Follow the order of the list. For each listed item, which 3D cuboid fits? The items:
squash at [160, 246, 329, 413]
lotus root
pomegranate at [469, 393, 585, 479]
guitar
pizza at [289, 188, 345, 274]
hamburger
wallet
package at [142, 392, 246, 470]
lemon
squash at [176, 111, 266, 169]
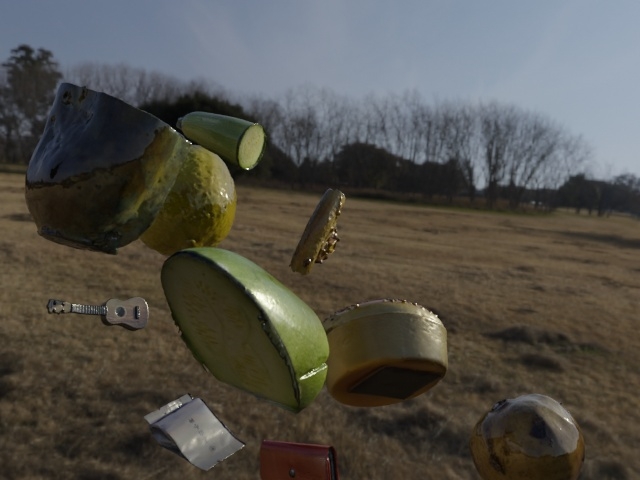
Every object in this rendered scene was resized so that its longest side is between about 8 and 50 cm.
[{"bbox_3d":[-0.137,0.137,0.999,0.233,0.210,0.309,17,-11,28],"label":"squash"},{"bbox_3d":[-0.406,-0.116,1.065,0.266,0.261,0.149,23,-7,26],"label":"lotus root"},{"bbox_3d":[0.523,0.528,1.594,0.280,0.282,0.281,6,6,-1],"label":"pomegranate"},{"bbox_3d":[-0.539,0.171,1.511,0.038,0.084,0.271,-21,-21,35],"label":"guitar"},{"bbox_3d":[0.000,0.000,1.291,0.062,0.182,0.161,25,-18,11],"label":"pizza"},{"bbox_3d":[0.125,0.233,1.332,0.299,0.176,0.300,-5,-35,-4],"label":"hamburger"},{"bbox_3d":[-0.047,0.513,1.362,0.204,0.143,0.045,-10,-9,40],"label":"wallet"},{"bbox_3d":[-0.369,0.565,1.835,0.250,0.062,0.203,35,23,21],"label":"package"},{"bbox_3d":[-0.342,-0.102,1.565,0.267,0.268,0.322,4,45,-16],"label":"lemon"},{"bbox_3d":[-0.215,-0.214,1.258,0.224,0.095,0.094,22,14,30],"label":"squash"}]
